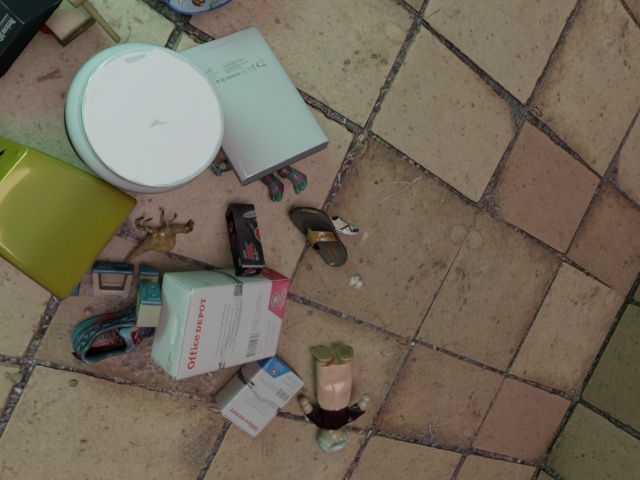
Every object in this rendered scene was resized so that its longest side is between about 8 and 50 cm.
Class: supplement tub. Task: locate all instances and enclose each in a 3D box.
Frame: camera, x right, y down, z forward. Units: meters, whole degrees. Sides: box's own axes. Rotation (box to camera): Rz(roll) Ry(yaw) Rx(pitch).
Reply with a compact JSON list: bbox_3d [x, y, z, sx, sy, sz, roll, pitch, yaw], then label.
[{"bbox_3d":[-0.317,-0.209,0.829,0.241,0.331,0.241,-7,104,-28],"label":"supplement tub"}]

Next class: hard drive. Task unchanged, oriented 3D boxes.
[{"bbox_3d":[-0.146,-0.286,0.972,0.203,0.040,0.307,-28,80,-17],"label":"hard drive"}]

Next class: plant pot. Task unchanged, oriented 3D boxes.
[{"bbox_3d":[-0.496,-0.057,0.806,0.212,0.212,0.187,-60,144,-16],"label":"plant pot"}]

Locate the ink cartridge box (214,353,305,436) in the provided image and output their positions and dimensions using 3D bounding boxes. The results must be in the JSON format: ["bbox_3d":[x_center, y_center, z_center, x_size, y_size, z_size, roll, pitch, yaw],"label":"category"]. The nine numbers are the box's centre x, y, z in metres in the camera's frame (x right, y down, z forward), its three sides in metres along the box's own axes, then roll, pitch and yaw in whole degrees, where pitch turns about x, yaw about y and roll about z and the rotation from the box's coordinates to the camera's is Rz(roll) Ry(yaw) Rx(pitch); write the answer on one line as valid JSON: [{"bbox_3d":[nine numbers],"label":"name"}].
[{"bbox_3d":[-0.160,0.395,1.238,0.191,0.082,0.139,-45,119,-7],"label":"ink cartridge box"}]

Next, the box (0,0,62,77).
[{"bbox_3d":[-0.549,-0.361,0.714,0.184,0.261,0.103,45,45,-31],"label":"box"}]

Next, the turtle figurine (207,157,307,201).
[{"bbox_3d":[-0.145,-0.178,1.046,0.234,0.175,0.118,35,70,-38],"label":"turtle figurine"}]

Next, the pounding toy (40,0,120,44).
[{"bbox_3d":[-0.441,-0.389,0.793,0.094,0.206,0.181,-44,119,-9],"label":"pounding toy"}]

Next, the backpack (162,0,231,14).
[{"bbox_3d":[-0.236,-0.557,0.840,0.276,0.213,0.263,-30,146,-13],"label":"backpack"}]

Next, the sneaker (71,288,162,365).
[{"bbox_3d":[-0.405,0.200,1.031,0.262,0.125,0.104,-25,115,-18],"label":"sneaker"}]

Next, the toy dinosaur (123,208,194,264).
[{"bbox_3d":[-0.366,-0.009,1.033,0.183,0.053,0.092,-31,118,-16],"label":"toy dinosaur"}]

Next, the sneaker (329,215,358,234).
[{"bbox_3d":[0.057,-0.040,1.245,0.109,0.040,0.044,7,99,-29],"label":"sneaker"}]

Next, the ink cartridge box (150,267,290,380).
[{"bbox_3d":[-0.221,0.174,1.070,0.283,0.117,0.207,0,106,-49],"label":"ink cartridge box"}]

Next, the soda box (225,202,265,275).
[{"bbox_3d":[-0.173,-0.003,1.072,0.060,0.169,0.053,2,148,-28],"label":"soda box"}]

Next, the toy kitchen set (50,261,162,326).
[{"bbox_3d":[-0.431,0.083,0.945,0.207,0.166,0.122,5,111,-24],"label":"toy kitchen set"}]

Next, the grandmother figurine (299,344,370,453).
[{"bbox_3d":[0.042,0.472,1.361,0.208,0.104,0.342,3,108,1],"label":"grandmother figurine"}]

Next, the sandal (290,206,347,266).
[{"bbox_3d":[0.000,0.000,1.199,0.090,0.060,0.219,-17,126,21],"label":"sandal"}]
